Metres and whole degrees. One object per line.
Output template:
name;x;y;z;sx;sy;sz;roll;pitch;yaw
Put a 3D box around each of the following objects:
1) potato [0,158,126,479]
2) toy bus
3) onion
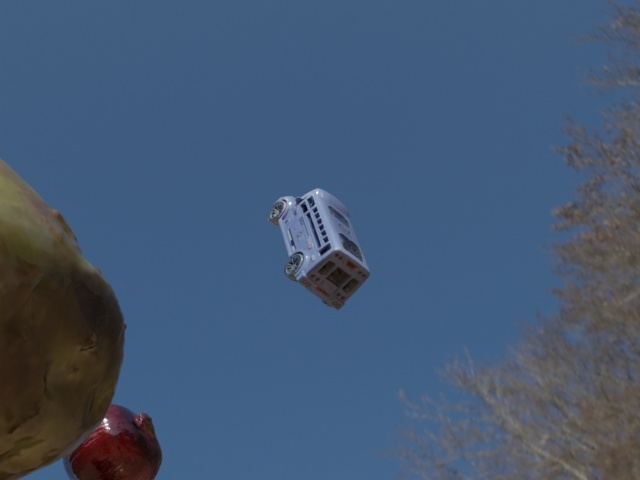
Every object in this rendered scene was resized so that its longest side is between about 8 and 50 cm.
potato;-0.268;0.033;0.717;0.237;0.300;0.289;-11;-32;38
toy bus;0.000;0.000;1.210;0.073;0.167;0.076;36;-70;-30
onion;-0.259;0.261;1.345;0.131;0.131;0.131;-3;-59;-6
